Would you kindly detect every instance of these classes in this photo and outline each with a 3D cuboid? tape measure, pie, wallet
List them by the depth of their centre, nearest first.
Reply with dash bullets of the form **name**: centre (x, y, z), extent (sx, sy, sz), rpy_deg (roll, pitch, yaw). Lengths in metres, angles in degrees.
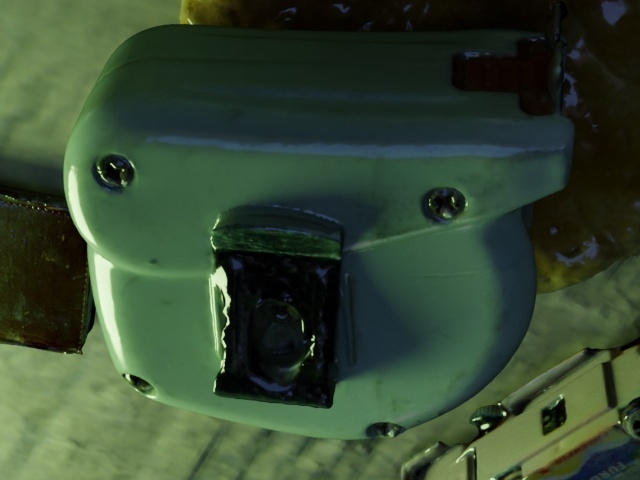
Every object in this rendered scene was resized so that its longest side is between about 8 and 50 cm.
- **tape measure**: centre (0.000, -0.001, 0.632), extent (0.243, 0.125, 0.246), rpy_deg (3, 127, 8)
- **pie**: centre (0.085, -0.108, 0.671), extent (0.339, 0.083, 0.339), rpy_deg (4, 125, 5)
- **wallet**: centre (-0.262, 0.005, 0.810), extent (0.232, 0.031, 0.122), rpy_deg (11, 118, -2)

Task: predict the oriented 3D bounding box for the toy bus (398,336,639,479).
- **toy bus**: centre (0.181, 0.136, 0.804), extent (0.112, 0.090, 0.274), rpy_deg (38, 120, -26)
